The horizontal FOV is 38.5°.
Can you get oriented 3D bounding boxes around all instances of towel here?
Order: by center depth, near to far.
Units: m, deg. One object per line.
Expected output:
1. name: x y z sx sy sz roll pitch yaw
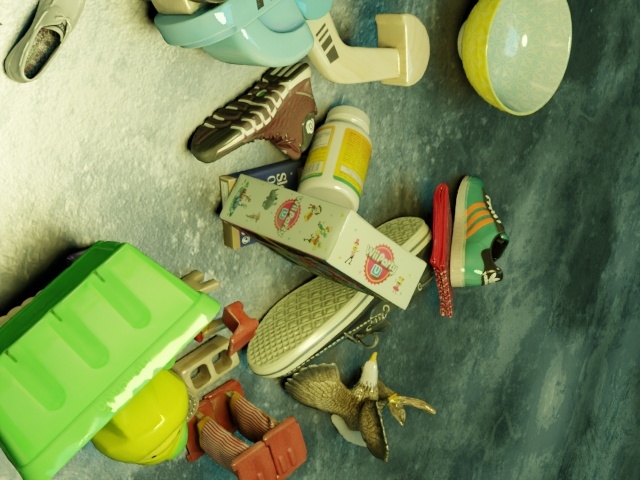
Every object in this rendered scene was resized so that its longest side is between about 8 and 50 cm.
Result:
1. towel: 0.266 0.026 1.970 0.275 0.031 0.198 68 25 -60

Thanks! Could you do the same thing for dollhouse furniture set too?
1. dollhouse furniture set: -0.178 0.266 1.653 0.152 0.201 0.374 -33 124 -30

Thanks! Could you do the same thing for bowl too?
1. bowl: 0.389 -0.421 1.963 0.290 0.156 0.289 -15 113 -39

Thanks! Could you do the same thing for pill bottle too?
1. pill bottle: 0.033 -0.150 1.725 0.117 0.118 0.208 48 44 -40

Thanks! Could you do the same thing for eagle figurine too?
1. eagle figurine: 0.075 0.336 1.887 0.298 0.226 0.225 -11 85 -65

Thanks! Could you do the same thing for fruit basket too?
1. fruit basket: -0.309 0.226 1.394 0.392 0.283 0.391 -1 91 -28

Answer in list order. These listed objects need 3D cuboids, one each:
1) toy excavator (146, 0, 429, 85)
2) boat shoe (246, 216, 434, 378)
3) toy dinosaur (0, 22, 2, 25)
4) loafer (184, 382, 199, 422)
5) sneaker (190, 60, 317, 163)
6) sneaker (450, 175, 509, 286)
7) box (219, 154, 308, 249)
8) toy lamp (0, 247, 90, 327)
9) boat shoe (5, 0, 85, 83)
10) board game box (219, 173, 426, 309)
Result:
1. toy excavator: -0.046 -0.373 1.527 0.433 0.222 0.445 -41 124 -23
2. boat shoe: 0.062 0.135 1.841 0.500 0.187 0.156 -38 120 -33
3. toy dinosaur: -0.501 -0.307 1.286 0.082 0.047 0.090 -36 138 -6
4. loafer: -0.336 0.237 1.582 0.268 0.092 0.102 38 82 -26
5. sneaker: -0.095 -0.186 1.646 0.281 0.106 0.162 -43 131 -24
6. sneaker: 0.356 -0.019 2.017 0.108 0.121 0.302 75 21 -50
7. box: -0.086 -0.077 1.737 0.225 0.037 0.136 -19 116 -38
8. toy lamp: -0.441 0.096 1.449 0.275 0.080 0.080 -35 125 -25
9. boat shoe: -0.399 -0.312 1.357 0.184 0.063 0.066 -55 132 -13
10. board game box: 0.000 0.000 1.602 0.224 0.303 0.097 33 80 -42
